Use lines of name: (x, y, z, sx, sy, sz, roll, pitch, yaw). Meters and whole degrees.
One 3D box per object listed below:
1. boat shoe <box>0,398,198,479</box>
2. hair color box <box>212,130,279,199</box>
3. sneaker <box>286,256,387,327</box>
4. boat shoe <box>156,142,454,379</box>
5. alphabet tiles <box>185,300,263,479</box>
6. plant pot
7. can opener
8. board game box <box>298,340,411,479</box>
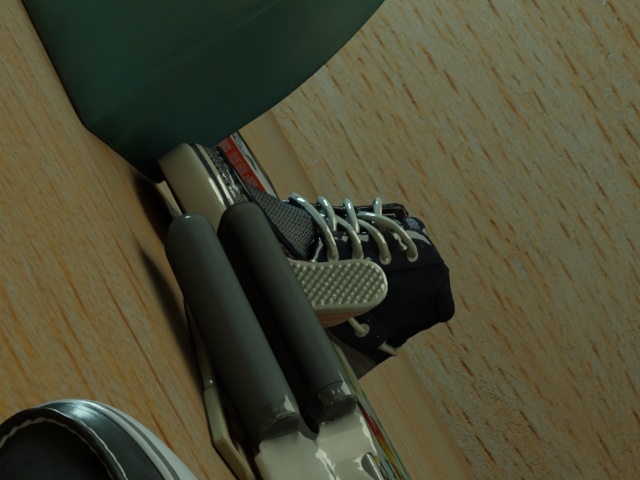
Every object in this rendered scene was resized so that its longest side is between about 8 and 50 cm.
boat shoe: (-0.058, 0.119, 0.329, 0.076, 0.080, 0.228, 58, 12, -47)
hair color box: (-0.094, -0.078, 1.338, 0.167, 0.053, 0.093, 59, 4, -42)
sneaker: (-0.026, 0.037, 0.992, 0.070, 0.134, 0.051, 141, -51, -66)
boat shoe: (0.000, 0.000, 1.117, 0.127, 0.158, 0.340, 58, -1, 33)
alphabet tiles: (-0.012, 0.167, 0.959, 0.285, 0.011, 0.342, 59, 5, -29)
plant pot: (-0.077, -0.186, 1.021, 0.166, 0.234, 0.165, 61, 4, 17)
can opener: (-0.022, 0.104, 0.853, 0.280, 0.074, 0.093, 64, -29, 25)
board game box: (0.048, 0.205, 0.975, 0.305, 0.053, 0.193, 62, 3, 14)
